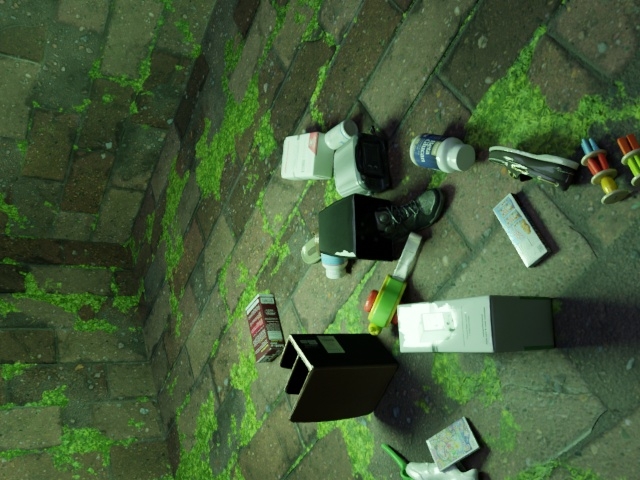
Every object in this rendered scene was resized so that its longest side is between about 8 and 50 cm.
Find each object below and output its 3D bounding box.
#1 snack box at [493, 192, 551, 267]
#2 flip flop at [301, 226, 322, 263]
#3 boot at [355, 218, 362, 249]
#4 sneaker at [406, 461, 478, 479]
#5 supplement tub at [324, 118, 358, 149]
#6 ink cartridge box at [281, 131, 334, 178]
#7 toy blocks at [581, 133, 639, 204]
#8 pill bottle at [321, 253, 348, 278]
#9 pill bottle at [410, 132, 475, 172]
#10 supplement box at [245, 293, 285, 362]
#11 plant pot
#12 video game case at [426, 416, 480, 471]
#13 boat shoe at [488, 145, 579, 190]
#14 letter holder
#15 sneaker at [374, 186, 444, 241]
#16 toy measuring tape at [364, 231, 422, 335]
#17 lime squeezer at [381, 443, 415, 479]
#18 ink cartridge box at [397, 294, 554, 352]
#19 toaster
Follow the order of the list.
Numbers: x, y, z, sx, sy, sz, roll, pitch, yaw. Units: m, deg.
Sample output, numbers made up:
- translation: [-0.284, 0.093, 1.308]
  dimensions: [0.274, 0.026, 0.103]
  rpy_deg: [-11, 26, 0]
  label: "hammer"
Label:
- translation: [0.471, -0.026, 1.365]
  dimensions: [0.064, 0.022, 0.178]
  rpy_deg: [-52, 45, 39]
  label: "snack box"
- translation: [0.000, 0.000, 2.005]
  dimensions: [0.277, 0.080, 0.112]
  rpy_deg: [-37, 55, 47]
  label: "flip flop"
- translation: [0.111, -0.032, 1.871]
  dimensions: [0.085, 0.059, 0.157]
  rpy_deg: [-27, 64, 57]
  label: "boot"
- translation: [0.313, 0.584, 1.471]
  dimensions: [0.212, 0.080, 0.094]
  rpy_deg: [1, 74, 49]
  label: "sneaker"
- translation: [0.072, -0.359, 1.966]
  dimensions: [0.107, 0.071, 0.070]
  rpy_deg: [-25, 65, 53]
  label: "supplement tub"
- translation: [-0.047, -0.302, 2.114]
  dimensions: [0.218, 0.092, 0.158]
  rpy_deg: [7, 90, 54]
  label: "ink cartridge box"
- translation: [0.596, -0.166, 1.175]
  dimensions: [0.123, 0.054, 0.148]
  rpy_deg: [-44, 50, 45]
  label: "toy blocks"
- translation: [0.045, 0.040, 1.897]
  dimensions: [0.087, 0.087, 0.160]
  rpy_deg: [29, 130, 54]
  label: "pill bottle"
- translation: [0.326, -0.232, 1.547]
  dimensions: [0.169, 0.094, 0.094]
  rpy_deg: [25, 106, 54]
  label: "pill bottle"
- translation: [-0.218, 0.343, 2.280]
  dimensions: [0.130, 0.073, 0.239]
  rpy_deg: [-48, 47, 42]
  label: "supplement box"
- translation: [0.096, -0.029, 1.734]
  dimensions: [0.167, 0.188, 0.187]
  rpy_deg: [-6, 82, 41]
  label: "plant pot"
- translation: [0.329, 0.508, 1.448]
  dimensions: [0.122, 0.011, 0.087]
  rpy_deg: [-39, 39, 17]
  label: "video game case"
- translation: [0.473, -0.167, 1.331]
  dimensions: [0.228, 0.081, 0.068]
  rpy_deg: [26, 102, 52]
  label: "boat shoe"
- translation: [0.035, 0.399, 1.691]
  dimensions: [0.152, 0.302, 0.214]
  rpy_deg: [48, 124, 48]
  label: "letter holder"
- translation: [0.239, -0.071, 1.623]
  dimensions: [0.227, 0.130, 0.087]
  rpy_deg: [-40, 55, 44]
  label: "sneaker"
- translation: [0.205, 0.137, 1.643]
  dimensions: [0.121, 0.122, 0.329]
  rpy_deg: [47, 123, 48]
  label: "toy measuring tape"
- translation: [0.254, 0.667, 1.565]
  dimensions: [0.109, 0.059, 0.310]
  rpy_deg: [88, 160, -50]
  label: "lime squeezer"
- translation: [0.350, 0.196, 1.343]
  dimensions: [0.289, 0.211, 0.121]
  rpy_deg: [-16, 73, 55]
  label: "ink cartridge box"
- translation: [0.123, -0.234, 1.821]
  dimensions: [0.146, 0.129, 0.226]
  rpy_deg: [-26, 65, 54]
  label: "toaster"
